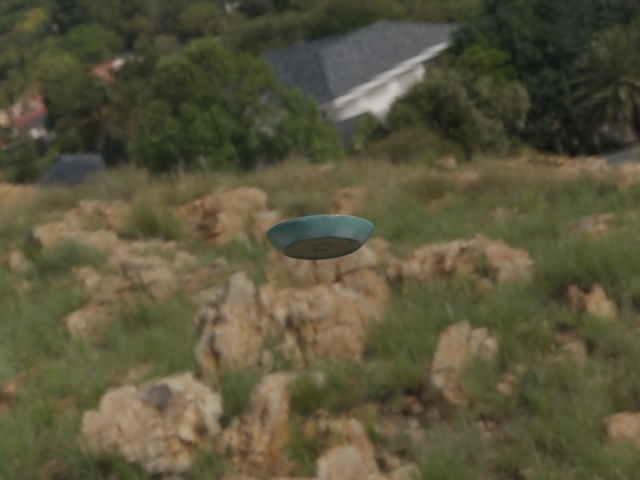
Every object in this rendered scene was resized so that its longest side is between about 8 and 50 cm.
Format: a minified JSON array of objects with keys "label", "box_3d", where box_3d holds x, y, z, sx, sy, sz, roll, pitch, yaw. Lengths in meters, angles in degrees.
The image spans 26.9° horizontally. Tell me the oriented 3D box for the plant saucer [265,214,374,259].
[{"label":"plant saucer","box_3d":[0.000,0.000,1.459,0.119,0.021,0.119,-3,-17,-1]}]
